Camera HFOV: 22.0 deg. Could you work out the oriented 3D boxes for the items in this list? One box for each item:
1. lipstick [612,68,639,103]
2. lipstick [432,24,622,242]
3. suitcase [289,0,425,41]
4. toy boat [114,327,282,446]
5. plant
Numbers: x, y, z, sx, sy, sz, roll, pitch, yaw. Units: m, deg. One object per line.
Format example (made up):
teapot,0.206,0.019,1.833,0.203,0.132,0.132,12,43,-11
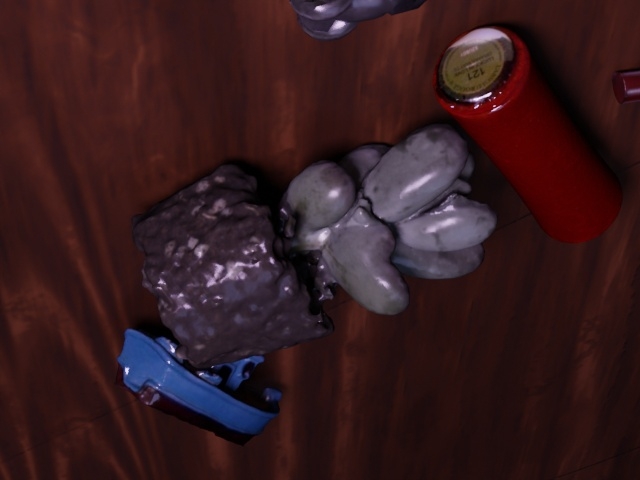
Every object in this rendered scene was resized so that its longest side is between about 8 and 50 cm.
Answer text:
lipstick,0.320,-0.134,1.318,0.176,0.027,0.027,-9,147,-11
lipstick,0.167,-0.078,1.290,0.080,0.080,0.241,-25,145,16
suitcase,0.117,-0.306,0.732,0.434,0.194,0.283,-35,158,-4
toy boat,-0.098,0.120,1.488,0.097,0.100,0.223,-57,146,-1
plant,-0.002,-0.001,1.279,0.274,0.149,0.146,-17,148,-2
